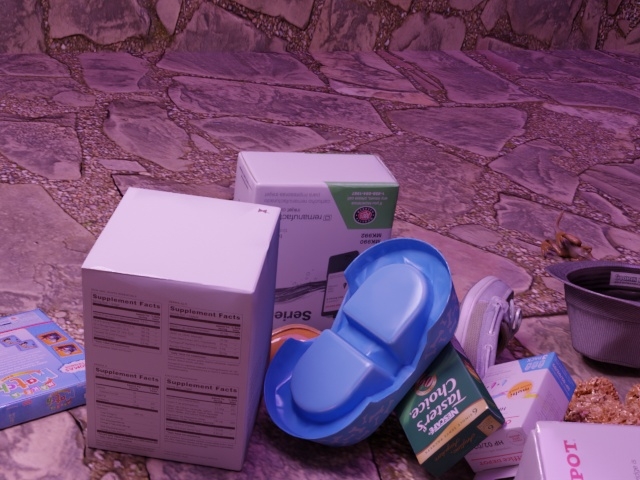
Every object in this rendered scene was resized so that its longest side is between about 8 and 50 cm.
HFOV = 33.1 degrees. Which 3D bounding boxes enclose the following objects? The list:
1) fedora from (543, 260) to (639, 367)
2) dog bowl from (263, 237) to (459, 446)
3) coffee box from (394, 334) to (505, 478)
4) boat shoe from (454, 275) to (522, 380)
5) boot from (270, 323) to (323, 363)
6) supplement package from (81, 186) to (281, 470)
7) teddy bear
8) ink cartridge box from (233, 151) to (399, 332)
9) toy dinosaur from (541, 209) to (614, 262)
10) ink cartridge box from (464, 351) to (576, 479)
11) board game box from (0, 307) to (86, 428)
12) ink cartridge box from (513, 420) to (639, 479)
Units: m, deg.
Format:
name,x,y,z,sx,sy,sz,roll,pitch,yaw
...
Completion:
name,x,y,z,sx,sy,sz,roll,pitch,yaw
fedora,0.464,0.118,1.655,0.243,0.124,0.275,20,18,41
dog bowl,0.061,0.135,1.370,0.166,0.297,0.074,34,-9,43
coffee box,0.147,0.195,1.342,0.040,0.113,0.184,42,14,-31
boat shoe,0.228,0.159,1.534,0.103,0.118,0.320,21,30,13
boot,0.003,0.183,1.466,0.197,0.073,0.152,-11,37,-13
supplement package,-0.166,0.105,1.317,0.198,0.263,0.199,8,31,4
teddy bear,0.388,0.252,1.352,0.245,0.113,0.338,15,24,24
ink cartridge box,-0.020,0.028,1.542,0.211,0.289,0.121,-1,27,-17
toy dinosaur,0.469,0.008,2.041,0.112,0.064,0.211,13,25,-35
ink cartridge box,0.235,0.224,1.328,0.104,0.062,0.181,-21,21,39
board game box,-0.398,0.164,1.432,0.160,0.039,0.211,-13,29,-38
ink cartridge box,0.364,0.312,1.086,0.306,0.131,0.226,3,45,-2
